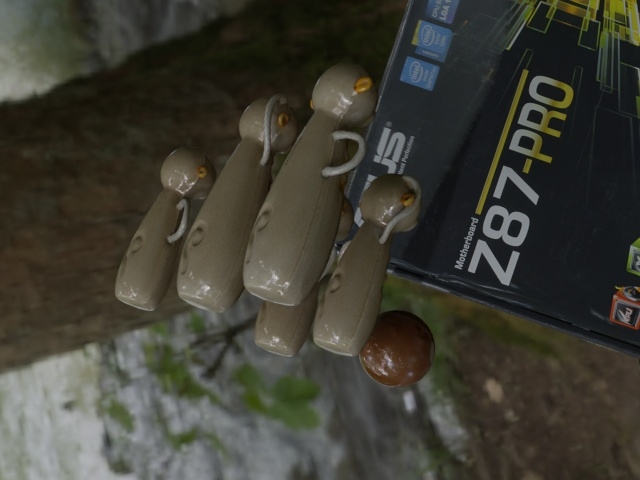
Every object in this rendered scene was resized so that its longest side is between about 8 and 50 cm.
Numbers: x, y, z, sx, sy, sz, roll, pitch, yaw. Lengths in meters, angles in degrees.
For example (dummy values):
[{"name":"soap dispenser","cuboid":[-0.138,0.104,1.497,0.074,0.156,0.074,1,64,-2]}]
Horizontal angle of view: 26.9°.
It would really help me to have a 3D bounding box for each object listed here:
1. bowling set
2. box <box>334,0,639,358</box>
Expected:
[{"name":"bowling set","cuboid":[0.000,0.000,0.922,0.287,0.199,0.154,-4,62,58]},{"name":"box","cuboid":[0.215,-0.125,1.230,0.097,0.318,0.395,-149,79,-87]}]
